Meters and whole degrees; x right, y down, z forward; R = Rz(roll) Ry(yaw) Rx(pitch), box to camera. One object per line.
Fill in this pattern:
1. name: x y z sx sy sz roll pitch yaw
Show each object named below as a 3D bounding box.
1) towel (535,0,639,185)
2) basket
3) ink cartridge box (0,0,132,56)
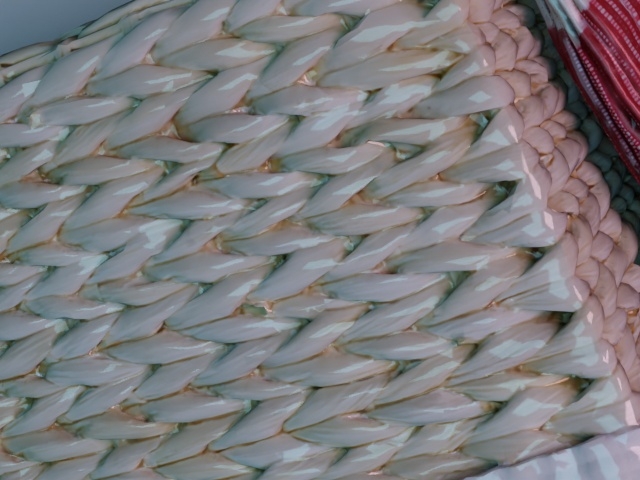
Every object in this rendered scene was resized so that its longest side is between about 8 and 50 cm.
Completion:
1. towel: 0.258 -0.044 0.650 0.237 0.037 0.329 -34 95 -15
2. basket: 0.000 0.000 0.737 0.331 0.328 0.266 -18 97 22
3. ink cartridge box: -0.217 -0.172 0.824 0.278 0.201 0.117 -21 126 19
